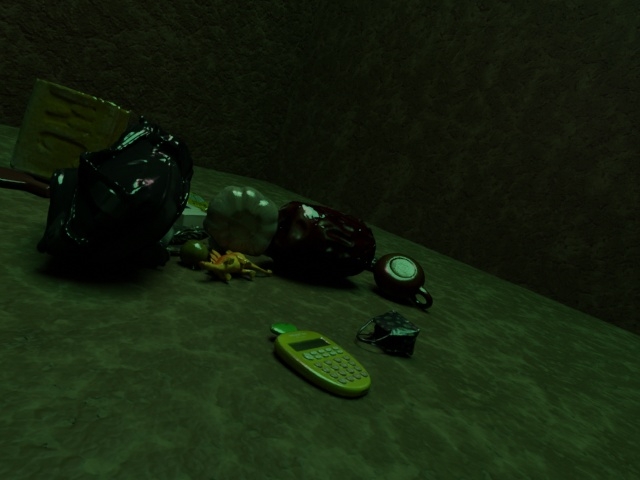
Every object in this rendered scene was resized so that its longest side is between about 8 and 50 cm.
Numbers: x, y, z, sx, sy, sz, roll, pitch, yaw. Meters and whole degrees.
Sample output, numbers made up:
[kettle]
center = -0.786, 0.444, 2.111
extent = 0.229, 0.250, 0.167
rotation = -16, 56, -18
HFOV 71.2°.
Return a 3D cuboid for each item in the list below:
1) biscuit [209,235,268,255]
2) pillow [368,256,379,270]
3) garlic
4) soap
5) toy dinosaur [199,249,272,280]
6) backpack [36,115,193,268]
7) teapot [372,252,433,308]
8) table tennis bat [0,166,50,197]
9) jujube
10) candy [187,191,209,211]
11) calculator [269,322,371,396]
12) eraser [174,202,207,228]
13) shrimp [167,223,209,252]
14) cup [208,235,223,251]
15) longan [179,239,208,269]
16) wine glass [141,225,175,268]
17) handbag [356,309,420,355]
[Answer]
[biscuit]
center = -0.224, 0.000, 1.605
extent = 0.355, 0.052, 0.275
rotation = 15, 11, -14
[pillow]
center = 0.209, 0.091, 1.863
extent = 0.091, 0.055, 0.135
rotation = 0, 7, 6
[garlic]
center = -0.239, -0.064, 1.340
extent = 0.219, 0.218, 0.212
rotation = 16, 8, -13
[soap]
center = -0.863, -0.355, 1.554
extent = 0.294, 0.334, 0.156
rotation = 20, 3, -8
[toy dinosaur]
center = -0.240, 0.063, 1.218
extent = 0.117, 0.070, 0.288
rotation = 23, 7, 26
[backpack]
center = -0.467, -0.104, 1.036
extent = 0.254, 0.363, 0.445
rotation = 54, 2, -31
[teapot]
center = 0.280, 0.146, 1.539
extent = 0.178, 0.135, 0.252
rotation = -31, 62, -32
[table tennis bat]
center = -0.977, -0.198, 1.390
extent = 0.310, 0.038, 0.200
rotation = 18, 10, 4
[jujube]
center = 0.000, 0.000, 1.446
extent = 0.377, 0.258, 0.258
rotation = 6, 15, -32
[candy]
center = -0.576, -0.172, 1.813
extent = 0.297, 0.081, 0.187
rotation = 24, 10, 30
[calculator]
center = -0.007, 0.224, 0.861
extent = 0.235, 0.032, 0.146
rotation = 28, 14, 37
[eraser]
center = -0.520, -0.102, 1.542
extent = 0.279, 0.081, 0.124
rotation = 24, 12, 28
[shrimp]
center = -0.419, -0.003, 1.303
extent = 0.169, 0.058, 0.296
rotation = 35, 21, 34
[cup]
center = -0.306, 0.008, 1.421
extent = 0.074, 0.102, 0.099
rotation = -20, 9, 7
[longan]
center = -0.335, 0.040, 1.179
extent = 0.075, 0.083, 0.075
rotation = 1, -31, 0
[wine glass]
center = -0.411, 0.005, 1.137
extent = 0.072, 0.072, 0.155
rotation = 15, 22, -19
[handbag]
center = 0.145, 0.224, 1.056
extent = 0.139, 0.072, 0.115
rotation = -3, 21, -28
